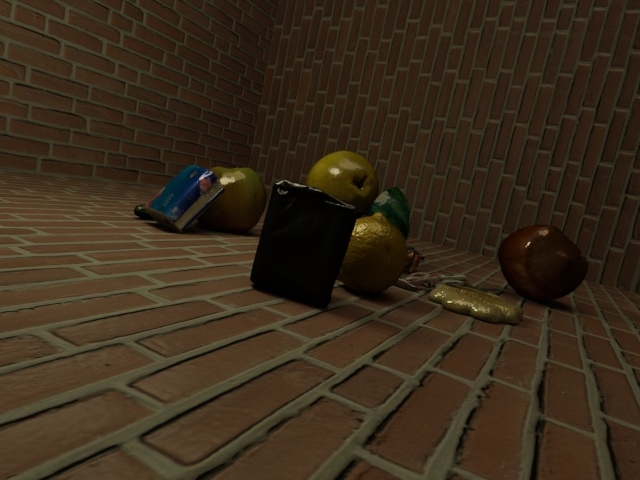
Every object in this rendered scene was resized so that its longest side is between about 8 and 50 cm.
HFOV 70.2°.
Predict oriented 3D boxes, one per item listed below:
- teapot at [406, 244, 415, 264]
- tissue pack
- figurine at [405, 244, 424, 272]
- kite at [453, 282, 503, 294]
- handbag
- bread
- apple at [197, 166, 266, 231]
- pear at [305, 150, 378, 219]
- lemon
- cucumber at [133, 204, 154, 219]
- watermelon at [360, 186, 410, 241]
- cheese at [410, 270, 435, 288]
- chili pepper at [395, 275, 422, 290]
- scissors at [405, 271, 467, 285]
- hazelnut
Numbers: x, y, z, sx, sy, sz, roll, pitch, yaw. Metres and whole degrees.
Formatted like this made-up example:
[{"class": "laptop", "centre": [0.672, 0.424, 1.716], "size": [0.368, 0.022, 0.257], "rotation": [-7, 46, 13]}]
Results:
[{"class": "teapot", "centre": [0.259, 0.049, 1.935], "size": [0.295, 0.129, 0.193], "rotation": [7, 28, -4]}, {"class": "tissue pack", "centre": [-0.560, -0.179, 1.878], "size": [0.209, 0.269, 0.137], "rotation": [21, -30, 39]}, {"class": "figurine", "centre": [0.412, 0.087, 2.065], "size": [0.111, 0.102, 0.195], "rotation": [34, 6, 3]}, {"class": "kite", "centre": [0.648, 0.194, 1.968], "size": [0.335, 0.011, 0.314], "rotation": [11, 8, -7]}, {"class": "handbag", "centre": [-0.025, 0.010, 1.249], "size": [0.275, 0.301, 0.178], "rotation": [17, 2, 18]}, {"class": "bread", "centre": [0.521, 0.206, 1.529], "size": [0.316, 0.054, 0.316], "rotation": [12, 9, -2]}, {"class": "apple", "centre": [-0.427, -0.201, 2.134], "size": [0.339, 0.304, 0.338], "rotation": [11, 9, -2]}, {"class": "pear", "centre": [0.096, -0.242, 2.169], "size": [0.363, 0.362, 0.418], "rotation": [9, 1, -22]}, {"class": "lemon", "centre": [0.157, 0.041, 1.431], "size": [0.228, 0.253, 0.228], "rotation": [18, 18, -6]}, {"class": "cucumber", "centre": [-0.721, -0.120, 2.014], "size": [0.069, 0.069, 0.227], "rotation": [16, 5, 32]}, {"class": "watermelon", "centre": [0.312, -0.055, 2.113], "size": [0.222, 0.292, 0.319], "rotation": [38, 32, 17]}, {"class": "cheese", "centre": [0.410, 0.158, 1.769], "size": [0.086, 0.036, 0.162], "rotation": [13, 7, -8]}, {"class": "chili pepper", "centre": [0.293, 0.150, 1.643], "size": [0.153, 0.041, 0.050], "rotation": [33, 37, 25]}, {"class": "scissors", "centre": [0.416, 0.139, 1.649], "size": [0.242, 0.030, 0.118], "rotation": [-6, 11, 42]}, {"class": "hazelnut", "centre": [0.942, 0.103, 1.970], "size": [0.315, 0.372, 0.372], "rotation": [-41, 35, -23]}]
